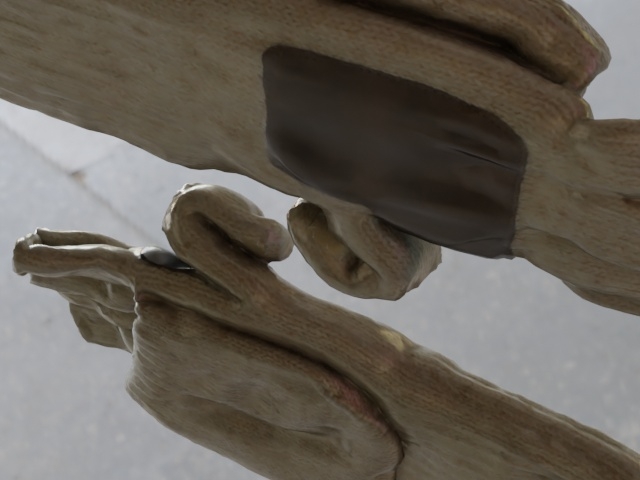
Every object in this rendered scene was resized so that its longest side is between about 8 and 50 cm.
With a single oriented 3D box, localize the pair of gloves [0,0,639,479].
[{"bbox_3d":[0.000,0.000,0.492,0.204,0.240,0.042,17,58,15],"label":"pair of gloves"}]
